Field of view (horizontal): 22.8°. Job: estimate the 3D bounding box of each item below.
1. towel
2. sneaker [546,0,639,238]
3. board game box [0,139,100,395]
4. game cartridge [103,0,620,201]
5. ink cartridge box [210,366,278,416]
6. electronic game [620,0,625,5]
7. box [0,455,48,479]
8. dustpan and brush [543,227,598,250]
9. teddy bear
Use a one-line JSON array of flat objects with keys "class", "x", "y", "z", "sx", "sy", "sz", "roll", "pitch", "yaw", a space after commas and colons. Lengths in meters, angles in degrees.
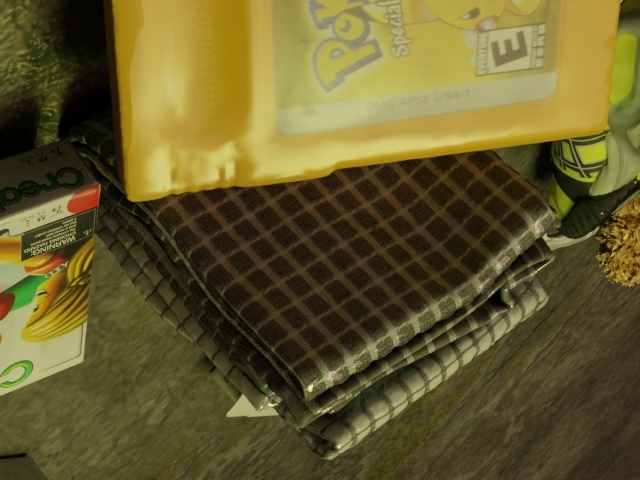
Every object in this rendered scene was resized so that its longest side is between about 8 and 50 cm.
[{"class": "towel", "x": -0.005, "y": -0.019, "z": 1.077, "sx": 0.235, "sy": 0.283, "sz": 0.121, "roll": -31, "pitch": 151, "yaw": -29}, {"class": "sneaker", "x": 0.282, "y": -0.128, "z": 1.505, "sx": 0.145, "sy": 0.147, "sz": 0.385, "roll": -36, "pitch": 166, "yaw": -21}, {"class": "board game box", "x": -0.291, "y": 0.059, "z": 1.015, "sx": 0.305, "sy": 0.053, "sz": 0.193, "roll": -22, "pitch": 148, "yaw": -27}, {"class": "game cartridge", "x": 0.030, "y": -0.171, "z": 0.951, "sx": 0.323, "sy": 0.053, "sz": 0.285, "roll": -10, "pitch": 124, "yaw": -14}, {"class": "ink cartridge box", "x": -0.028, "y": 0.108, "z": 1.491, "sx": 0.104, "sy": 0.061, "sz": 0.181, "roll": -53, "pitch": 154, "yaw": 17}, {"class": "electronic game", "x": 0.106, "y": -0.206, "z": 1.040, "sx": 0.229, "sy": 0.048, "sz": 0.229, "roll": 0, "pitch": 134, "yaw": 0}, {"class": "box", "x": -0.267, "y": 0.250, "z": 1.312, "sx": 0.102, "sy": 0.101, "sz": 0.087, "roll": -53, "pitch": 152, "yaw": 19}, {"class": "dustpan and brush", "x": 0.208, "y": 0.006, "z": 1.680, "sx": 0.211, "sy": 0.060, "sz": 0.147, "roll": -26, "pitch": 149, "yaw": -33}, {"class": "teddy bear", "x": 0.400, "y": -0.055, "z": 1.812, "sx": 0.245, "sy": 0.113, "sz": 0.338, "roll": -37, "pitch": 154, "yaw": -18}]
